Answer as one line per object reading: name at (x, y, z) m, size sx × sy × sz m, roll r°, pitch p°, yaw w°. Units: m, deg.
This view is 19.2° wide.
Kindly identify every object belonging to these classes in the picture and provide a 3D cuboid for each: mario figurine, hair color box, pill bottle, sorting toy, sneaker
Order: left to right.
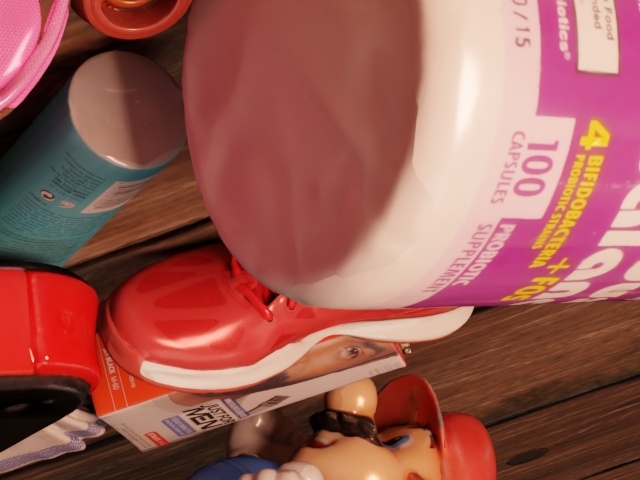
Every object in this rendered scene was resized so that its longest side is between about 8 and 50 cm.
sorting toy at (-0.092, -0.103, 0.665) m, size 0.102 × 0.042 × 0.061 m, roll 21°, pitch 123°, yaw -40°
hair color box at (-0.043, 0.064, 1.080) m, size 0.167 × 0.053 × 0.093 m, roll -20°, pitch 158°, yaw 5°
mario figurine at (-0.035, 0.142, 1.146) m, size 0.320 × 0.198 × 0.170 m, roll -10°, pitch 132°, yaw -32°
sneaker at (0.000, 0.000, 0.948) m, size 0.221 × 0.087 × 0.128 m, roll -13°, pitch 148°, yaw -32°
pill bottle at (0.113, -0.059, 0.737) m, size 0.301 × 0.169 × 0.169 m, roll -1°, pitch 153°, yaw -35°

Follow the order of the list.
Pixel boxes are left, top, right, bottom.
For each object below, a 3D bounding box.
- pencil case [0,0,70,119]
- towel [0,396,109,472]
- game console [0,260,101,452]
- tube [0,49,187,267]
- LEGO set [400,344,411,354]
pencil case at (-0.147, -0.044, 0.626) m, size 0.095 × 0.098 × 0.209 m, roll 29°, pitch 154°, yaw -11°
towel at (-0.260, 0.090, 1.006) m, size 0.209 × 0.034 × 0.285 m, roll -18°, pitch 157°, yaw 14°
game console at (-0.322, 0.089, 0.833) m, size 0.386 × 0.060 × 0.342 m, roll 2°, pitch 158°, yaw -41°
tube at (-0.123, -0.016, 0.838) m, size 0.080 × 0.052 × 0.207 m, roll 7°, pitch 156°, yaw -27°
LEGO set at (0.025, 0.066, 1.186) m, size 0.054 × 0.023 × 0.083 m, roll -17°, pitch 172°, yaw 7°
